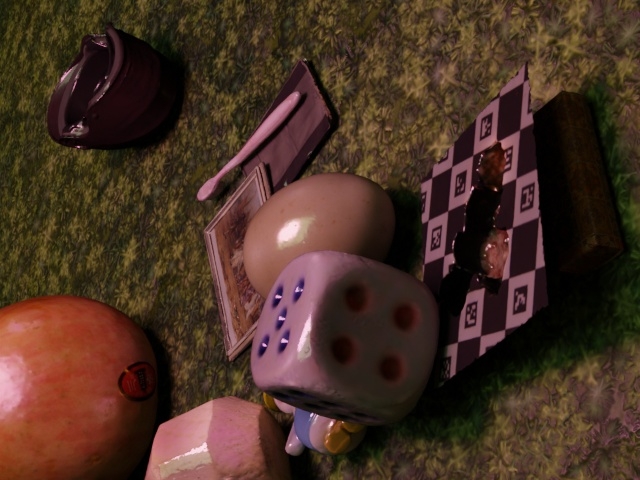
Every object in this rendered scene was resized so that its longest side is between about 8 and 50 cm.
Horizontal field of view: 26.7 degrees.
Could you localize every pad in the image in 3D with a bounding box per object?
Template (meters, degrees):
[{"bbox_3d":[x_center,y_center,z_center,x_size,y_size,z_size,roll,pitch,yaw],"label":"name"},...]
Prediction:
[{"bbox_3d":[-0.059,-0.166,2.227,0.233,0.022,0.174,-55,40,30],"label":"pad"}]

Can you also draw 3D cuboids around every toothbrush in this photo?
[{"bbox_3d":[-0.118,-0.155,2.272,0.307,0.030,0.025,-43,58,38],"label":"toothbrush"}]

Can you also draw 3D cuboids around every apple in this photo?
[{"bbox_3d":[-0.484,0.288,2.380,0.391,0.347,0.391,-19,67,55],"label":"apple"}]

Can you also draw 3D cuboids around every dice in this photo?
[{"bbox_3d":[0.032,0.130,1.771,0.194,0.193,0.191,-21,51,62],"label":"dice"}]

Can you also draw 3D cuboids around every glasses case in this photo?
[{"bbox_3d":[0.313,-0.072,1.660,0.075,0.049,0.218,-43,46,49],"label":"glasses case"}]

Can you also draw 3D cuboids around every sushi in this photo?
[{"bbox_3d":[0.227,0.000,1.719,0.320,0.069,0.339,129,147,-54],"label":"sushi"}]

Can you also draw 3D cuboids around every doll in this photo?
[{"bbox_3d":[-0.011,0.238,1.961,0.241,0.099,0.135,31,112,51],"label":"doll"}]

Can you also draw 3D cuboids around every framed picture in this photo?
[{"bbox_3d":[-0.125,0.034,2.236,0.217,0.017,0.274,-48,44,40],"label":"framed picture"}]

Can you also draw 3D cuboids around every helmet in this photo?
[{"bbox_3d":[-0.387,-0.275,2.579,0.305,0.177,0.225,-17,59,58],"label":"helmet"}]

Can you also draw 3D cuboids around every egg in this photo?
[{"bbox_3d":[0.000,0.000,1.946,0.254,0.189,0.188,-37,51,30],"label":"egg"}]

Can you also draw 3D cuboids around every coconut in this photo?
[{"bbox_3d":[-0.157,0.354,2.018,0.237,0.237,0.197,-57,11,25],"label":"coconut"}]
